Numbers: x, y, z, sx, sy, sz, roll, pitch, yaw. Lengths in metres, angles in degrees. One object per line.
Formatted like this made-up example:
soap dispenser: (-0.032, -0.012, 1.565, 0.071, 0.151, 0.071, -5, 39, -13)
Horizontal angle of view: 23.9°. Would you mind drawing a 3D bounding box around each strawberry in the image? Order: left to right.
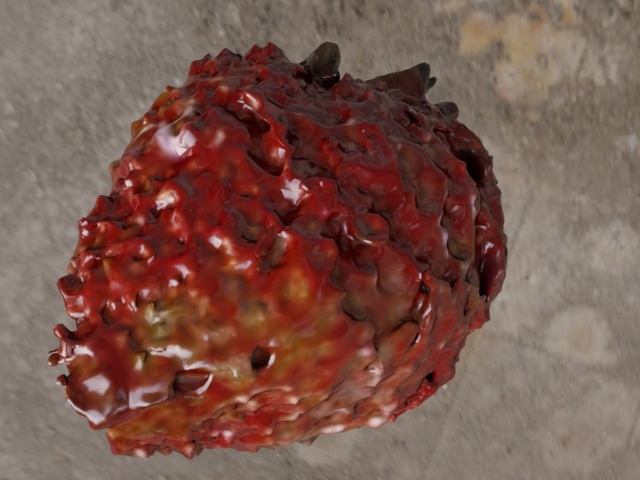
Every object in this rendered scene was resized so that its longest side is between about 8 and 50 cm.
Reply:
strawberry: (0.001, -0.002, 0.494, 0.085, 0.192, 0.140, -20, 70, 38)
